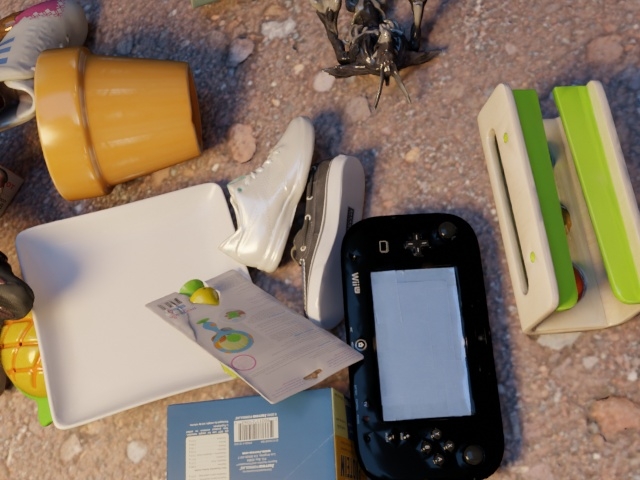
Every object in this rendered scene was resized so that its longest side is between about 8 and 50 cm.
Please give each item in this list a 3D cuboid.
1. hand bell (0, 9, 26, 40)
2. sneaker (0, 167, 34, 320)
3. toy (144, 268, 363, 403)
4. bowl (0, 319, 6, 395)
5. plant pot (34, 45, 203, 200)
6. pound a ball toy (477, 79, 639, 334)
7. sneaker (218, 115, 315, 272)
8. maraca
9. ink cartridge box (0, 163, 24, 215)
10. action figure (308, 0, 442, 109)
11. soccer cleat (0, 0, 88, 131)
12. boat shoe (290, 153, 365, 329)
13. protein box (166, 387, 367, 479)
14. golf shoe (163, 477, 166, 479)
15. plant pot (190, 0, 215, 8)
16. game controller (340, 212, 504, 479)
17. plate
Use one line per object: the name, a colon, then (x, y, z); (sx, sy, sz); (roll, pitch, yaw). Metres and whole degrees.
hand bell: (-0.540, -0.315, 1.400); (0.242, 0.126, 0.126); (-21, 66, -4)
sneaker: (-0.431, -0.021, 1.124); (0.281, 0.106, 0.162); (26, 60, 23)
toy: (-0.082, 0.120, 1.038); (0.137, 0.056, 0.237); (-22, 41, -38)
bowl: (-0.453, 0.131, 1.174); (0.053, 0.142, 0.141); (1, 70, -4)
plant pot: (-0.261, -0.165, 1.204); (0.188, 0.205, 0.205); (-7, 69, -1)
pound a ball toy: (0.310, -0.017, 1.014); (0.208, 0.135, 0.319); (-4, 68, -11)
sneaker: (-0.070, -0.071, 1.147); (0.094, 0.080, 0.212); (18, 77, -7)
maraca: (-0.353, 0.155, 1.163); (0.127, 0.099, 0.185); (-39, 68, 13)
ink cartridge box: (-0.549, -0.064, 1.284); (0.127, 0.128, 0.176); (28, 82, 23)
action figure: (0.063, -0.315, 1.173); (0.164, 0.141, 0.275); (-13, 66, 0)
soccer cleat: (-0.414, -0.231, 1.259); (0.143, 0.116, 0.331); (17, 48, 25)
boat shoe: (0.000, 0.000, 1.121); (0.076, 0.080, 0.228); (-4, 73, 35)
protein box: (-0.056, 0.285, 1.003); (0.200, 0.136, 0.201); (-9, 69, 14)
golf shoe: (-0.226, 0.340, 1.079); (0.086, 0.069, 0.176); (33, 83, 30)
plant pot: (-0.096, -0.515, 1.245); (0.252, 0.247, 0.247); (-13, 67, -6)
game controller: (0.113, 0.120, 1.029); (0.167, 0.067, 0.319); (0, 69, -9)
plate: (-0.224, 0.079, 1.139); (0.277, 0.045, 0.278); (-16, 66, -11)
